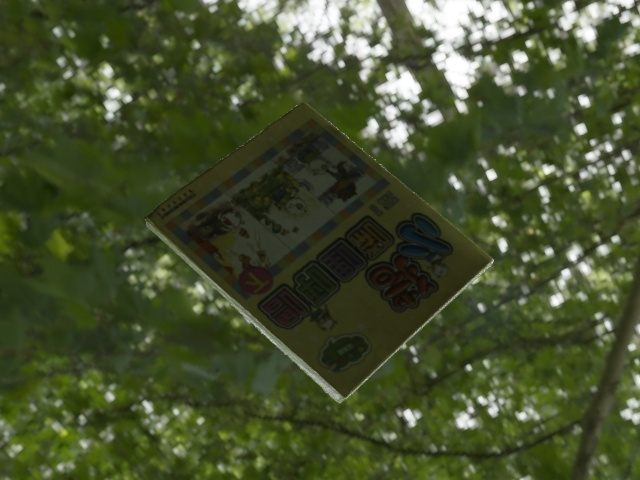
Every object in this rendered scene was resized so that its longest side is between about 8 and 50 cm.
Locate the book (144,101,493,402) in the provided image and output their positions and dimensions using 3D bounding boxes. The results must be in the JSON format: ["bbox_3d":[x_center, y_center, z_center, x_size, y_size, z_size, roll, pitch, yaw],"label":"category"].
[{"bbox_3d":[0.000,0.000,0.832,0.192,0.013,0.168,41,-123,17],"label":"book"}]
